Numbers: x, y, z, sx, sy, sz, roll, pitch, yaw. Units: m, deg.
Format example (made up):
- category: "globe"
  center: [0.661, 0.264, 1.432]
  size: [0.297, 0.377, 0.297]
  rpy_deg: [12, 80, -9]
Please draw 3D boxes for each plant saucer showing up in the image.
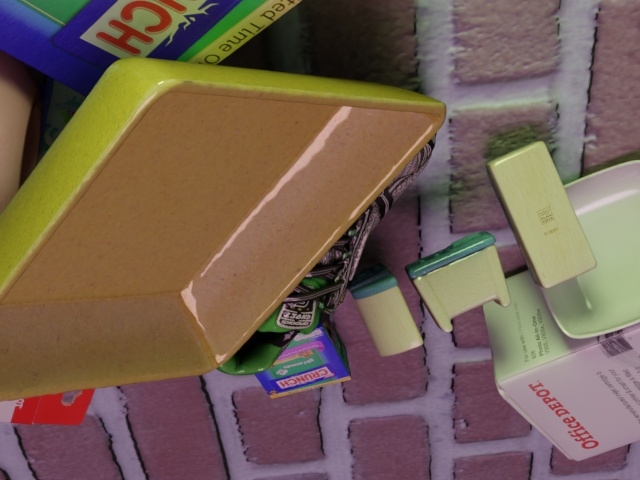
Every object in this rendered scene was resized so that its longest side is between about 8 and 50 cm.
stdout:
- category: "plant saucer"
  center: [-0.111, -0.019, 1.134]
  size: [0.332, 0.081, 0.333]
  rpy_deg: [-1, 140, -52]

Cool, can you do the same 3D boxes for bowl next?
- category: "bowl"
  center: [0.269, 0.011, 1.402]
  size: [0.142, 0.142, 0.053]
  rpy_deg: [-23, 165, 21]

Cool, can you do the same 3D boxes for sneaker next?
- category: "sneaker"
  center: [0.000, 0.000, 1.328]
  size: [0.134, 0.146, 0.343]
  rpy_deg: [12, 139, -24]

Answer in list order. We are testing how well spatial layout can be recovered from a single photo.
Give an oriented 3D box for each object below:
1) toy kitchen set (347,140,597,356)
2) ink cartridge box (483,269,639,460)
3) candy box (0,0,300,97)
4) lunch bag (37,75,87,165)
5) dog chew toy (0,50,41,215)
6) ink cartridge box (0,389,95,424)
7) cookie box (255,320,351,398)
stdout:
- category: "toy kitchen set"
  center: [0.121, 0.005, 1.406]
  size: [0.207, 0.122, 0.166]
  rpy_deg: [-24, -176, -1]
- category: "ink cartridge box"
  center: [0.331, 0.088, 1.512]
  size: [0.289, 0.121, 0.211]
  rpy_deg: [-23, 141, 20]
- category: "candy box"
  center: [-0.154, -0.244, 1.002]
  size: [0.268, 0.122, 0.317]
  rpy_deg: [-34, 137, 31]
- category: "lunch bag"
  center: [-0.191, -0.054, 1.274]
  size: [0.128, 0.096, 0.151]
  rpy_deg: [13, 110, -24]
- category: "dog chew toy"
  center: [-0.381, -0.081, 1.135]
  size: [0.331, 0.207, 0.207]
  rpy_deg: [8, 142, -5]
- category: "ink cartridge box"
  center: [-0.333, 0.108, 1.478]
  size: [0.231, 0.078, 0.134]
  rpy_deg: [7, 142, -17]
- category: "cookie box"
  center: [-0.027, 0.111, 1.558]
  size: [0.091, 0.040, 0.107]
  rpy_deg: [-15, 143, 10]
